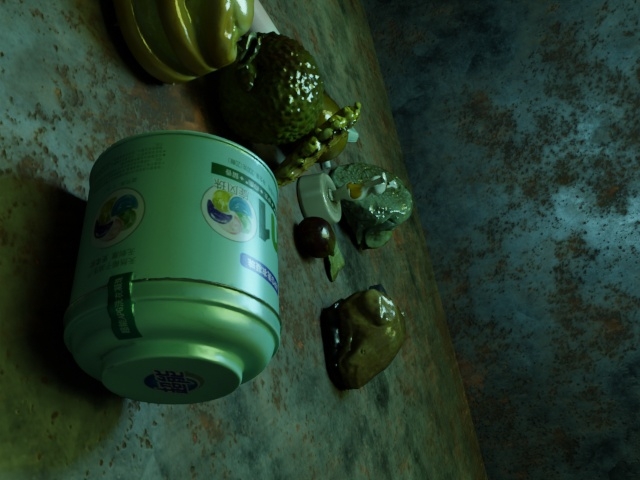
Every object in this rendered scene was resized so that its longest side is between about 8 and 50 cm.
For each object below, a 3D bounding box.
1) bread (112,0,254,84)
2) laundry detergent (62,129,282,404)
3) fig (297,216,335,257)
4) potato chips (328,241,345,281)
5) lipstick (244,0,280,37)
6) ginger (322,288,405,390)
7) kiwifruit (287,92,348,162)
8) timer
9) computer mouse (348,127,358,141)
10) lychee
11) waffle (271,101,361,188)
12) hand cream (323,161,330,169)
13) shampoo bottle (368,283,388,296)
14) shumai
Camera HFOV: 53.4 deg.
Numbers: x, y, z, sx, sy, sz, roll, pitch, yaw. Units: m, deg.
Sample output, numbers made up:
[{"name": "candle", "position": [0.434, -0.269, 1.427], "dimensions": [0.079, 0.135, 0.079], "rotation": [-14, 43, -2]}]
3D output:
[{"name": "bread", "position": [-0.261, -0.465, 1.184], "dimensions": [0.211, 0.270, 0.316], "rotation": [0, 81, -56]}, {"name": "laundry detergent", "position": [-0.198, 0.054, 0.894], "dimensions": [0.287, 0.287, 0.306], "rotation": [49, 30, -52]}, {"name": "fig", "position": [0.000, 0.000, 1.791], "dimensions": [0.154, 0.103, 0.109], "rotation": [37, 63, -49]}, {"name": "potato chips", "position": [0.044, 0.046, 2.006], "dimensions": [0.142, 0.026, 0.209], "rotation": [46, 32, -50]}, {"name": "lipstick", "position": [-0.151, -0.565, 1.821], "dimensions": [0.327, 0.087, 0.087], "rotation": [50, 30, -51]}, {"name": "ginger", "position": [0.136, 0.272, 1.798], "dimensions": [0.200, 0.222, 0.270], "rotation": [43, 34, -63]}, {"name": "kiwifruit", "position": [-0.022, -0.336, 1.855], "dimensions": [0.234, 0.195, 0.196], "rotation": [42, 37, -53]}, {"name": "timer", "position": [0.085, -0.143, 1.889], "dimensions": [0.175, 0.265, 0.176], "rotation": [-15, 90, -71]}, {"name": "computer mouse", "position": [0.015, -0.383, 2.106], "dimensions": [0.159, 0.097, 0.288], "rotation": [49, 17, 21]}, {"name": "lychee", "position": [-0.117, -0.351, 1.484], "dimensions": [0.319, 0.269, 0.270], "rotation": [-22, 96, -54]}, {"name": "waffle", "position": [-0.014, -0.242, 1.661], "dimensions": [0.058, 0.300, 0.281], "rotation": [49, 28, -1]}, {"name": "hand cream", "position": [-0.003, -0.343, 2.169], "dimensions": [0.052, 0.038, 0.216], "rotation": [96, -21, -72]}, {"name": "shampoo bottle", "position": [0.181, 0.269, 2.153], "dimensions": [0.309, 0.071, 0.098], "rotation": [-65, 139, -60]}, {"name": "shumai", "position": [0.157, -0.100, 2.271], "dimensions": [0.309, 0.303, 0.264], "rotation": [-84, -174, -51]}]
